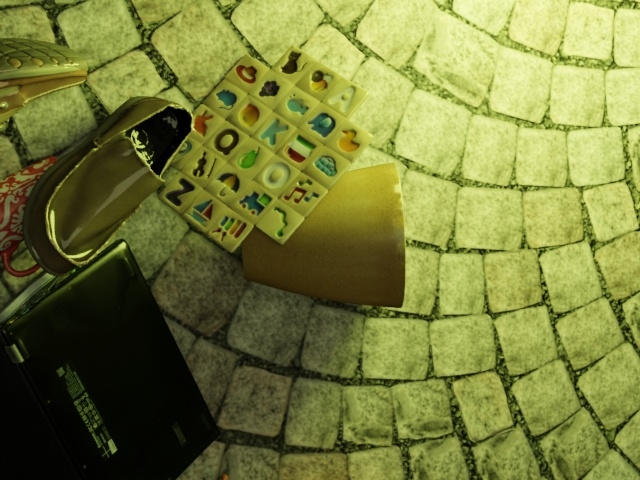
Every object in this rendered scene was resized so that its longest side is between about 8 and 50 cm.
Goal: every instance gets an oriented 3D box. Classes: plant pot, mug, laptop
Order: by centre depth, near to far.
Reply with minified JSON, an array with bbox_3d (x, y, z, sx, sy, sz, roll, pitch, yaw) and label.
[{"bbox_3d":[-0.429,0.264,1.843,0.408,0.236,0.382,-42,118,-41],"label":"laptop"},{"bbox_3d":[-0.463,-0.039,1.846,0.169,0.113,0.150,-31,126,-19],"label":"mug"},{"bbox_3d":[0.000,0.000,1.926,0.254,0.237,0.237,-4,91,-3],"label":"plant pot"}]

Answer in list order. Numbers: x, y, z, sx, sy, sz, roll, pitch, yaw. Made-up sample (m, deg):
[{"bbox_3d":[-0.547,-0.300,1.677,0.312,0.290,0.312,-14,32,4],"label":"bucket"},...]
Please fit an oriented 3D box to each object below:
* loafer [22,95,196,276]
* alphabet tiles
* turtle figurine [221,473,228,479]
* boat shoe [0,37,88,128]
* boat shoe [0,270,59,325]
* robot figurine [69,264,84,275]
[{"bbox_3d":[-0.314,-0.101,1.796,0.134,0.130,0.366,50,51,-28],"label":"loafer"},{"bbox_3d":[-0.092,-0.152,1.906,0.285,0.011,0.342,35,78,26],"label":"alphabet tiles"},{"bbox_3d":[-0.222,0.492,1.878,0.217,0.269,0.087,-11,127,5],"label":"turtle figurine"},{"bbox_3d":[-0.518,-0.231,1.829,0.324,0.123,0.116,-12,127,-25],"label":"boat shoe"},{"bbox_3d":[-0.448,0.087,1.872,0.142,0.049,0.040,-42,106,-6],"label":"boat shoe"},{"bbox_3d":[-0.352,0.082,1.886,0.101,0.067,0.115,-32,100,1],"label":"robot figurine"}]
